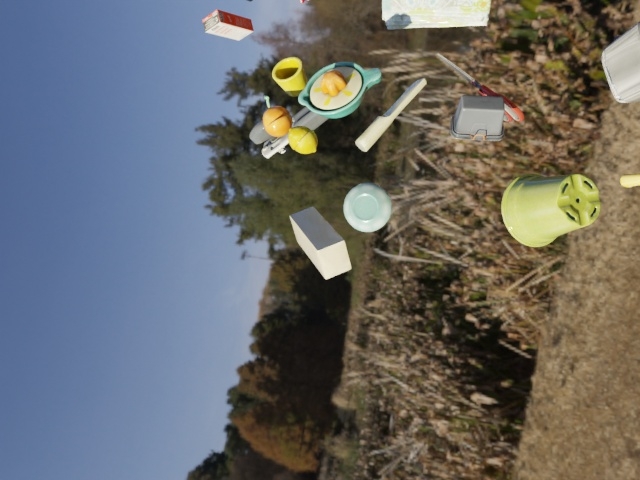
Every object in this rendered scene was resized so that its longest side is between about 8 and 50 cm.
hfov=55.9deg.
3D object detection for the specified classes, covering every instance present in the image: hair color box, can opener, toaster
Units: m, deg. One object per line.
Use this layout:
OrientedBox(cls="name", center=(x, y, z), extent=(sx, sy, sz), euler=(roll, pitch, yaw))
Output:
OrientedBox(cls="hair color box", center=(-0.278, -0.649, 1.821), extent=(0.141, 0.072, 0.043), euler=(-8, -97, -52))
OrientedBox(cls="can opener", center=(-0.055, -0.307, 1.538), extent=(0.093, 0.280, 0.074), euler=(44, -155, -38))
OrientedBox(cls="toaster", center=(0.875, -0.473, 1.642), extent=(0.146, 0.129, 0.227), euler=(-29, 74, 60))

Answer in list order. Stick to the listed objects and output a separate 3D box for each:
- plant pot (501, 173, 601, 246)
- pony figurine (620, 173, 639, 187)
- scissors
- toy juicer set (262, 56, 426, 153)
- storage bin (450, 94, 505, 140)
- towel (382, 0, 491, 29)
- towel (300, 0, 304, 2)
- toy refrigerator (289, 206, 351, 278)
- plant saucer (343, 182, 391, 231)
OrientedBox(cls="plant pot", center=(0.832, -0.124, 2.134), extent=(0.254, 0.276, 0.276), euler=(165, 115, -72))
OrientedBox(cls="pony figurine", center=(1.135, -0.206, 1.750), extent=(0.363, 0.351, 0.303), euler=(178, 98, -73))
OrientedBox(cls="scissors", center=(0.448, -0.433, 1.680), extent=(0.021, 0.297, 0.109), euler=(-47, 5, 0))
OrientedBox(cls="toy juicer set", center=(0.019, -0.269, 1.194), extent=(0.209, 0.329, 0.089), euler=(-66, -31, -20))
OrientedBox(cls="storage bin", center=(0.402, -0.311, 1.524), extent=(0.091, 0.135, 0.098), euler=(85, -169, -55))
OrientedBox(cls="towel", center=(0.342, -0.813, 1.756), extent=(0.090, 0.320, 0.375), euler=(-38, -49, -73))
OrientedBox(cls="towel", center=(-0.035, -0.772, 1.533), extent=(0.199, 0.031, 0.275), euler=(74, -158, -56))
OrientedBox(cls="toy refrigerator", center=(0.000, 0.000, 1.813), extent=(0.269, 0.094, 0.102), euler=(-129, 20, -59))
OrientedBox(cls="plant saucer", center=(0.179, -0.129, 2.354), extent=(0.037, 0.195, 0.195), euler=(-7, -74, -71))
